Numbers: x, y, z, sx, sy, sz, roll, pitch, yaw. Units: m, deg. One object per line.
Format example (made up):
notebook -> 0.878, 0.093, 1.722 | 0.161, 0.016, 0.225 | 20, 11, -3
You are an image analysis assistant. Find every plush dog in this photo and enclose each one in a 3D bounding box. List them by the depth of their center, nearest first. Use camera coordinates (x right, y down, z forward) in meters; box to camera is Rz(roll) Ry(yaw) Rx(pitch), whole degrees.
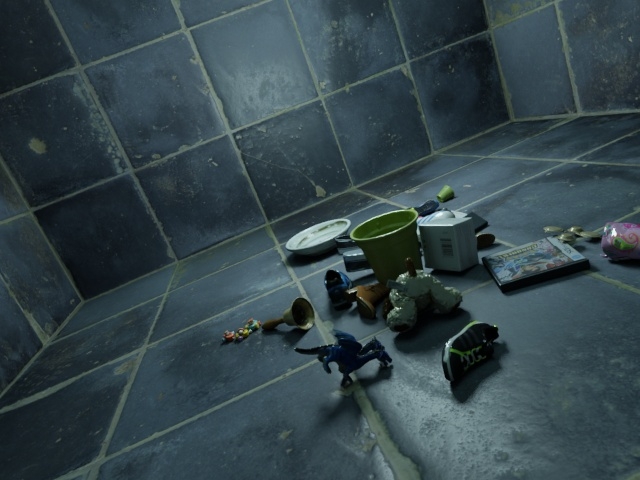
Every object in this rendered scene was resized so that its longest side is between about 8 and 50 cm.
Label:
plush dog -> 0.304, 0.175, 1.495 | 0.262, 0.211, 0.225 | -22, -11, -8

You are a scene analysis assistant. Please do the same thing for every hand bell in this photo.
hand bell -> -0.150, 0.315, 1.770 | 0.242, 0.126, 0.126 | -24, 11, 38

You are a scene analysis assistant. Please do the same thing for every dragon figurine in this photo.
dragon figurine -> 0.065, 0.311, 1.282 | 0.144, 0.289, 0.085 | -61, 16, 1

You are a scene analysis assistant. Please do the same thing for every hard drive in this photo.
hard drive -> 0.669, -0.073, 2.001 | 0.135, 0.022, 0.094 | -28, 48, -22

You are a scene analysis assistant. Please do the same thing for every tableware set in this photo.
tableware set -> 0.886, -0.025, 1.575 | 0.168, 0.020, 0.141 | -2, 17, 1

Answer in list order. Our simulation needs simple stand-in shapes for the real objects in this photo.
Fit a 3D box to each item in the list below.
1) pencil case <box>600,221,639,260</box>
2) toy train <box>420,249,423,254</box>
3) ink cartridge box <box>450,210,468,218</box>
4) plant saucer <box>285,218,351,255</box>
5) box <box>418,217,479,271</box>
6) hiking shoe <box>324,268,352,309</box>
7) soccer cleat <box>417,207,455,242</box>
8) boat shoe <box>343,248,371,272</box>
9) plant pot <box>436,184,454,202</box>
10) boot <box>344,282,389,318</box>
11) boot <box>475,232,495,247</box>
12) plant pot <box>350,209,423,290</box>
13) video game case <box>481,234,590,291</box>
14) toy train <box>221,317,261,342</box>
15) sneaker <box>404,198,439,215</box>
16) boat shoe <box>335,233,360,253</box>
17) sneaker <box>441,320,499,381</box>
pencil case -> 0.958, 0.011, 1.270 | 0.124, 0.124, 0.284 | -29, 16, -24
toy train -> 0.471, 0.040, 1.960 | 0.158, 0.027, 0.036 | -21, 27, 1
ink cartridge box -> 0.622, -0.086, 2.093 | 0.088, 0.052, 0.122 | 20, 42, 41
plant saucer -> 0.000, 0.000, 2.567 | 0.400, 0.101, 0.400 | -21, 15, 6
box -> 0.491, 0.012, 1.715 | 0.119, 0.181, 0.181 | -16, 10, -32
hiking shoe -> 0.071, 0.167, 1.866 | 0.113, 0.132, 0.304 | -22, 16, -1
soccer cleat -> 0.465, -0.040, 2.027 | 0.331, 0.116, 0.143 | -29, 30, 53
boat shoe -> 0.254, 0.087, 1.938 | 0.306, 0.105, 0.113 | -9, 14, 6
plant pot -> 0.710, -0.260, 2.558 | 0.079, 0.083, 0.083 | -38, 19, -13
boot -> 0.197, 0.214, 1.674 | 0.152, 0.073, 0.197 | -14, 26, -21
boot -> 0.632, 0.000, 1.829 | 0.157, 0.059, 0.084 | -17, 11, 18
plant pot -> 0.285, 0.049, 1.755 | 0.275, 0.254, 0.276 | -19, 17, 6
video game case -> 0.715, 0.073, 1.516 | 0.274, 0.035, 0.248 | -18, 16, 12
toy train -> -0.335, 0.371, 1.881 | 0.166, 0.046, 0.125 | -32, 19, -31
sneaker -> 0.559, -0.165, 2.477 | 0.209, 0.069, 0.082 | -23, -20, 29
boat shoe -> 0.215, -0.011, 2.317 | 0.301, 0.102, 0.108 | -12, 18, 30
sneaker -> 0.398, 0.278, 1.165 | 0.097, 0.084, 0.234 | -4, 23, 44
